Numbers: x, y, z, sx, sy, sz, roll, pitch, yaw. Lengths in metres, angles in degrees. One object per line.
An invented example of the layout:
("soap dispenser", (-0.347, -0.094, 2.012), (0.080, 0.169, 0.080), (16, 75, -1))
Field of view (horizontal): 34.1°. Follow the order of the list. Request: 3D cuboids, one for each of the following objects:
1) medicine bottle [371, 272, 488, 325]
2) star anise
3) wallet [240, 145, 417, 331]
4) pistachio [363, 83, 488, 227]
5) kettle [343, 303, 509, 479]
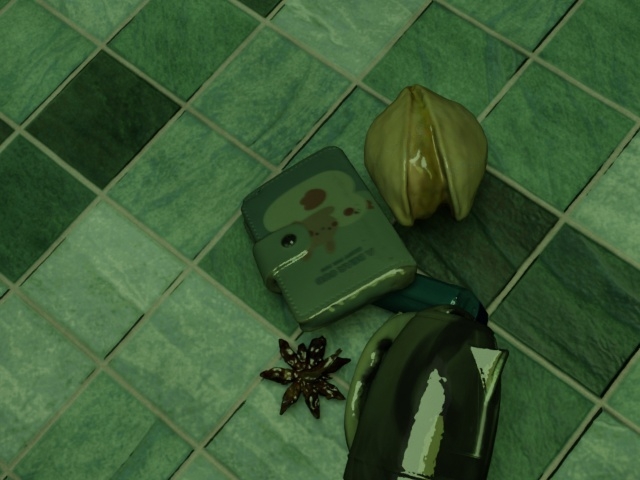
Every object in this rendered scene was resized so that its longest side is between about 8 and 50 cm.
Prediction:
("medicine bottle", (0.169, 0.102, 1.867), (0.258, 0.124, 0.079), (19, 71, 27))
("star anise", (-0.027, 0.241, 1.856), (0.168, 0.057, 0.168), (-6, 70, 16))
("wallet", (0.000, 0.000, 1.895), (0.252, 0.083, 0.360), (-30, 47, 1))
("pistachio", (0.191, -0.151, 1.895), (0.229, 0.238, 0.321), (-11, 36, 9))
("kettle", (0.161, 0.261, 1.730), (0.321, 0.228, 0.324), (4, 74, 53))
